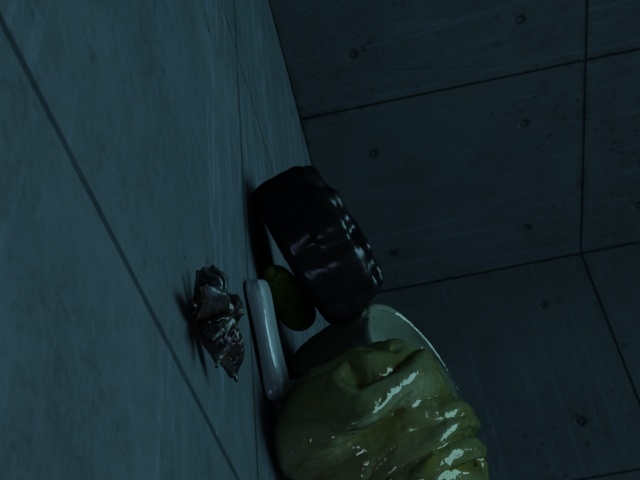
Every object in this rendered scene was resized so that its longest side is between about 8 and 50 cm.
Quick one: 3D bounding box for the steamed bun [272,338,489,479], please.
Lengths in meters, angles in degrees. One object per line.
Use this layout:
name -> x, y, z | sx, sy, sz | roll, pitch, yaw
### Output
steamed bun -> 0.105, 0.325, 1.392 | 0.230, 0.324, 0.372 | 27, -43, 49

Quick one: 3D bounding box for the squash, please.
squash -> -0.056, 0.099, 1.597 | 0.201, 0.066, 0.066 | 63, 16, -57

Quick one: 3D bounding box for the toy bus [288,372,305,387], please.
toy bus -> -0.026, 0.282, 1.553 | 0.123, 0.060, 0.075 | 72, 13, -46

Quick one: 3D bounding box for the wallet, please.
wallet -> -0.078, 0.150, 1.389 | 0.095, 0.033, 0.190 | 28, 51, -82

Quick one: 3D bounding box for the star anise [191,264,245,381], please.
star anise -> -0.109, 0.077, 0.979 | 0.129, 0.056, 0.124 | 73, 8, -58

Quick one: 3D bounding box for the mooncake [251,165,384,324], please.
mooncake -> 0.000, 0.000, 1.623 | 0.283, 0.141, 0.283 | 60, -3, 4

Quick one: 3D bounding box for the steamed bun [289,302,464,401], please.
steamed bun -> 0.131, 0.285, 1.744 | 0.383, 0.247, 0.236 | 51, 28, -18
